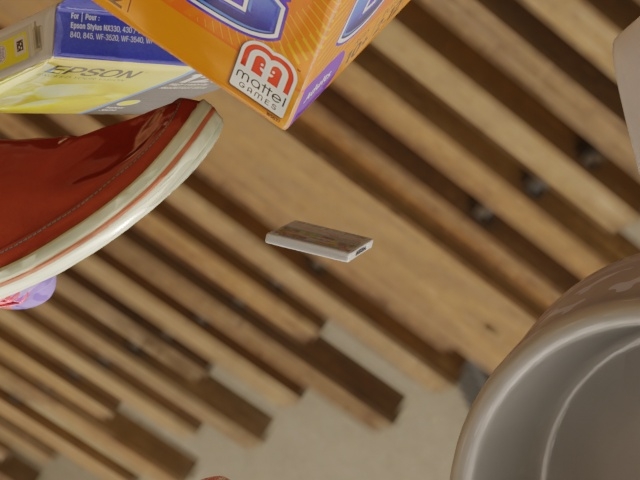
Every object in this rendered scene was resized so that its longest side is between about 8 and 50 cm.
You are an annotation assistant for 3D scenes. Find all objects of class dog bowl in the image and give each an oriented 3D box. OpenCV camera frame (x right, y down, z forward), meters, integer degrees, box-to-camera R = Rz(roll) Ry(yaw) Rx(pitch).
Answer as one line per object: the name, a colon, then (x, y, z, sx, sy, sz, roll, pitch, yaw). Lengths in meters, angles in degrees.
dog bowl: (0.237, 0.181, 1.165, 0.349, 0.349, 0.102, -42, 164, 30)

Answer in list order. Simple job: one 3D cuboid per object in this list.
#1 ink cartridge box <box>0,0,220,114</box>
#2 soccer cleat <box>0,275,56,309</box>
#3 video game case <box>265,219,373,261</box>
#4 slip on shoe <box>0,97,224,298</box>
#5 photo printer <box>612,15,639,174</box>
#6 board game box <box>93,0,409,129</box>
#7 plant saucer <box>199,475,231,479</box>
ink cartridge box: (-0.211, -0.197, 1.968, 0.307, 0.303, 0.072, -12, -98, 45)
soccer cleat: (-0.291, 0.023, 1.527, 0.083, 0.248, 0.095, -29, -118, 7)
video game case: (0.000, 0.000, 1.855, 0.122, 0.087, 0.011, -28, 131, -76)
slip on shoe: (-0.219, -0.024, 1.193, 0.331, 0.101, 0.123, -21, -162, 13)
photo printer: (0.414, -0.148, 1.765, 0.307, 0.107, 0.256, 140, -58, -62)
board game box: (-0.035, -0.388, 1.454, 0.356, 0.356, 0.356, -49, 169, -41)
plant saucer: (-0.067, 0.435, 2.158, 0.084, 0.332, 0.332, -15, -150, 8)
